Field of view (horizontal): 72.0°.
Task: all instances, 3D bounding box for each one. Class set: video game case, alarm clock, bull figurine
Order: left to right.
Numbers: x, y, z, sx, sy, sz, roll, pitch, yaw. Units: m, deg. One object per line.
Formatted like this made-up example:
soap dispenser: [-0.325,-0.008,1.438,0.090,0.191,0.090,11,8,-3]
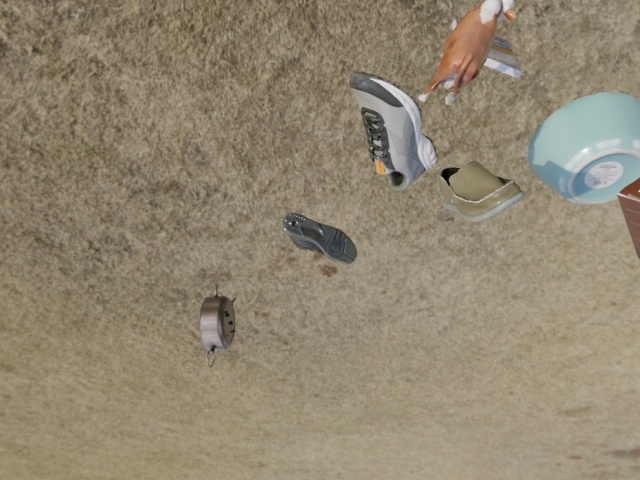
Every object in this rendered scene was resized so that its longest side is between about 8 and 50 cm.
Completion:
alarm clock: [-0.245,0.214,1.054,0.064,0.192,0.130,-1,136,6]
bull figurine: [0.337,-0.439,1.008,0.101,0.310,0.188,34,151,1]
video game case: [0.527,-0.623,1.417,0.203,0.285,0.025,18,134,-5]

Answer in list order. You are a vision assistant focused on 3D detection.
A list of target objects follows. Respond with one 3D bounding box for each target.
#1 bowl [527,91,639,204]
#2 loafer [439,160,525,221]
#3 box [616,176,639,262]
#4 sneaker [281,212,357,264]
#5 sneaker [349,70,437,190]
bowl: [0.743,-0.215,1.186,0.311,0.163,0.312,3,137,2]
loafer: [0.283,-0.098,0.831,0.094,0.251,0.088,-30,102,-4]
box: [0.667,0.058,0.736,0.143,0.191,0.382,-34,111,5]
sneaker: [0.000,0.000,1.261,0.227,0.087,0.130,24,172,5]
sneaker: [0.123,-0.186,0.785,0.108,0.100,0.271,-49,135,-4]
